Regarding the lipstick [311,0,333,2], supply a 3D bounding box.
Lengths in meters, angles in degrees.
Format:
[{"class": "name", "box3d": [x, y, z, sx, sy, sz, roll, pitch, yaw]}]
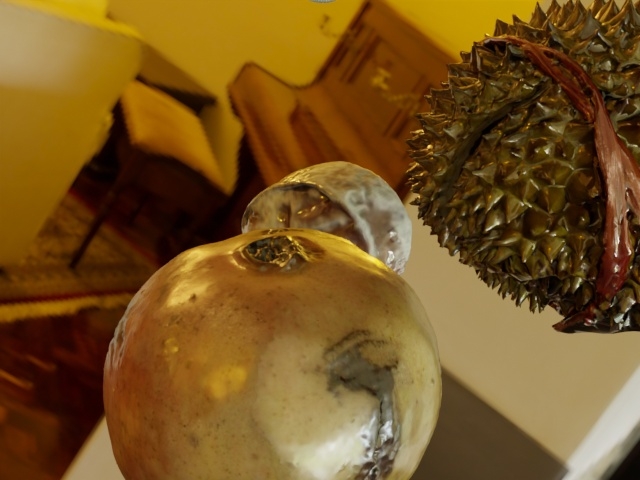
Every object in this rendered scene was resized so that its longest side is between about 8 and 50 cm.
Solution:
[{"class": "lipstick", "box3d": [-0.029, -0.304, 1.074, 0.070, 0.070, 0.254, 24, 27, -36]}]

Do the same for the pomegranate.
[{"class": "pomegranate", "box3d": [-0.040, 0.131, 1.113, 0.322, 0.322, 0.322, 32, 13, -8]}]

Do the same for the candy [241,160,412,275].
[{"class": "candy", "box3d": [0.000, 0.000, 1.769, 0.157, 0.289, 0.214, -28, 99, -39]}]

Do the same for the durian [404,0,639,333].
[{"class": "durian", "box3d": [0.267, -0.071, 1.090, 0.384, 0.348, 0.347, 7, 19, -10]}]
